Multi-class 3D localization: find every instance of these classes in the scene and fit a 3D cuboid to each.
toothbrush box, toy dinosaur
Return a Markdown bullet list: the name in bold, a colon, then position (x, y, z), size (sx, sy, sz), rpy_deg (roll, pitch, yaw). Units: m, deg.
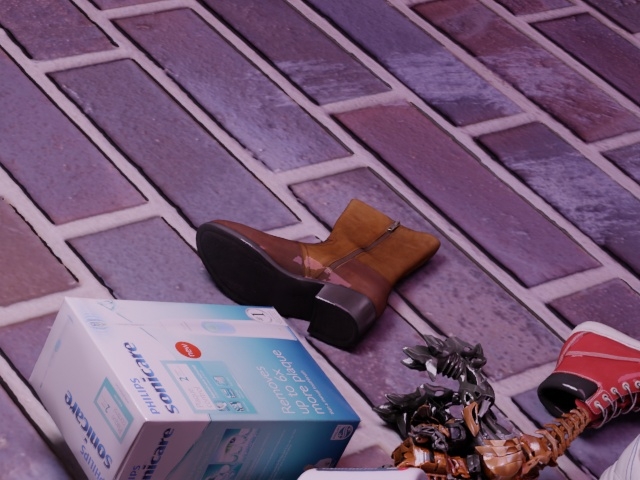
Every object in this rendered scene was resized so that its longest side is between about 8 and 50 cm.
- **toothbrush box**: position (-0.141, 0.177, 1.905), size (0.295, 0.126, 0.216), rpy_deg (4, 33, -38)
- **toy dinosaur**: position (0.166, 0.244, 1.996), size (0.322, 0.164, 0.218), rpy_deg (5, 46, -44)

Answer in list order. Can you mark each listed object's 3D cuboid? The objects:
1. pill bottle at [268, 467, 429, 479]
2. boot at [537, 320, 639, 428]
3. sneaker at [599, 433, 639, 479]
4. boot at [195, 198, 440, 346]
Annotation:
- **pill bottle**: position (0.023, 0.297, 1.832), size (0.180, 0.108, 0.108), rpy_deg (-2, 30, 19)
- **boot**: position (0.404, 0.201, 2.152), size (0.244, 0.088, 0.176), rpy_deg (16, 34, 19)
- **sneaker**: position (0.381, 0.323, 1.928), size (0.111, 0.129, 0.297), rpy_deg (8, 36, -12)
- **boot**: position (0.000, 0.000, 2.291), size (0.264, 0.096, 0.280), rpy_deg (23, 35, 14)
